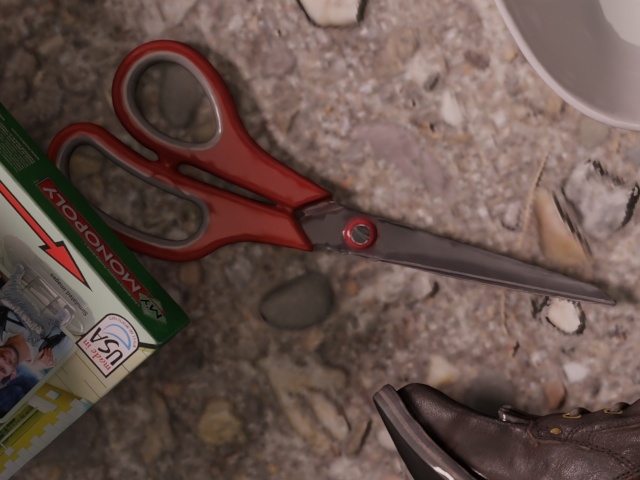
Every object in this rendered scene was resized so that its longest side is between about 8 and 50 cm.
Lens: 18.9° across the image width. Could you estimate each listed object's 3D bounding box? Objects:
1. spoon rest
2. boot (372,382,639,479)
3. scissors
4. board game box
[{"bbox_3d":[0.107,-0.162,0.954,0.276,0.084,0.137,35,93,4],"label":"spoon rest"},{"bbox_3d":[0.181,0.083,0.942,0.263,0.091,0.229,32,69,35],"label":"boot"},{"bbox_3d":[0.000,0.000,0.999,0.297,0.021,0.109,30,90,3],"label":"scissors"},{"bbox_3d":[-0.245,-0.011,0.961,0.213,0.046,0.317,-41,91,23],"label":"board game box"}]
